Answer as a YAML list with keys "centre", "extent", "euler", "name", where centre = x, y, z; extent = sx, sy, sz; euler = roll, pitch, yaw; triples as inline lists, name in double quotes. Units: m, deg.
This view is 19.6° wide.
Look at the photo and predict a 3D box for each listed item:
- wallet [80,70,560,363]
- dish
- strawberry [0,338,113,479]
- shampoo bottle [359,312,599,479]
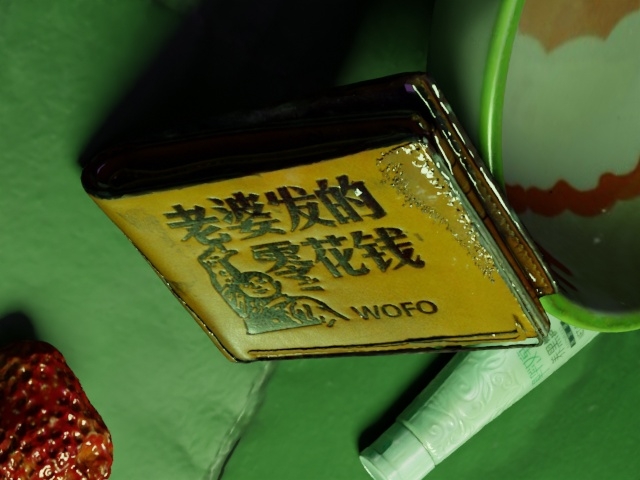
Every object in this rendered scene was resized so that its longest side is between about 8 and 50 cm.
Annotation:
- centre: [-0.001, 0.002, 0.887]
  extent: [0.161, 0.195, 0.042]
  euler: [56, 37, -39]
  name: "wallet"
- centre: [0.157, -0.122, 0.988]
  extent: [0.324, 0.124, 0.324]
  euler: [-23, 125, -37]
  name: "dish"
- centre: [-0.140, 0.090, 0.895]
  extent: [0.073, 0.073, 0.083]
  euler: [-20, 110, -30]
  name: "strawberry"
- centre: [0.102, 0.076, 1.094]
  extent: [0.190, 0.041, 0.069]
  euler: [-41, 137, -15]
  name: "shampoo bottle"
